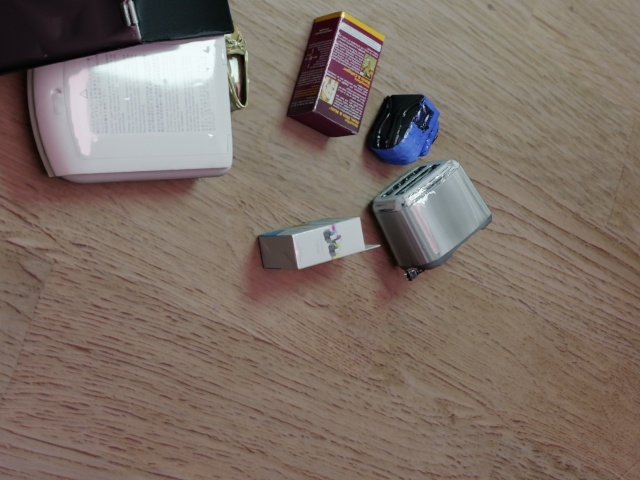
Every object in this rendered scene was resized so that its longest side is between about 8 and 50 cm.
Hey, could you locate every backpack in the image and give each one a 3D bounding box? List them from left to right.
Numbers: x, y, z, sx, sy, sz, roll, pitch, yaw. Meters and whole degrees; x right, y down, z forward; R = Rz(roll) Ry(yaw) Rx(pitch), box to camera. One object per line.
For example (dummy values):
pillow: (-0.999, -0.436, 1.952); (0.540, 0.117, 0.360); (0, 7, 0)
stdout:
backpack: (0.154, -0.191, 2.026); (0.101, 0.098, 0.120); (42, 66, -32)

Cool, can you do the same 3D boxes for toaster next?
toaster: (0.192, -0.046, 2.038); (0.227, 0.129, 0.146); (-37, 107, -27)

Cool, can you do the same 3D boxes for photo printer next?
photo printer: (-0.288, -0.215, 1.700); (0.307, 0.107, 0.256); (-6, 93, -35)

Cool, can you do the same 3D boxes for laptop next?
laptop: (-0.350, -0.443, 1.584); (0.408, 0.236, 0.382); (-14, 97, -7)

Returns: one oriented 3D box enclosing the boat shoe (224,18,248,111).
boat shoe: (-0.140, -0.289, 1.843); (0.056, 0.048, 0.153); (-1, 91, -36)

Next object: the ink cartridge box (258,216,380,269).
ink cartridge box: (0.000, 0.000, 1.910); (0.181, 0.104, 0.061); (-15, 99, -36)

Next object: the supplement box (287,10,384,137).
supplement box: (0.028, -0.284, 1.944); (0.104, 0.081, 0.188); (24, 76, -34)
